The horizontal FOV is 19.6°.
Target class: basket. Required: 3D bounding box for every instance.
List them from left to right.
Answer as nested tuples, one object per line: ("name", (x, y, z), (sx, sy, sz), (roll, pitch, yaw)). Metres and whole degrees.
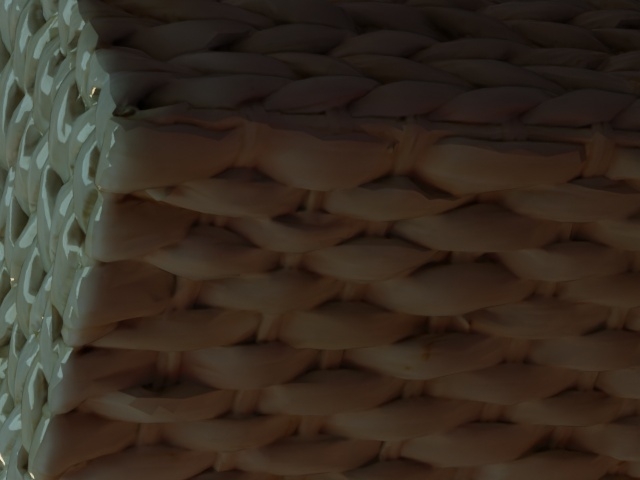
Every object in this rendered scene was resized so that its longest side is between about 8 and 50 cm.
("basket", (0.000, 0.000, 0.749), (0.266, 0.331, 0.328), (-115, 34, -47))
